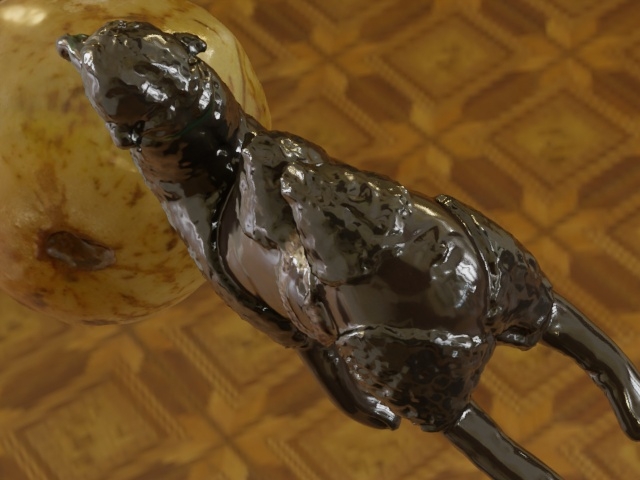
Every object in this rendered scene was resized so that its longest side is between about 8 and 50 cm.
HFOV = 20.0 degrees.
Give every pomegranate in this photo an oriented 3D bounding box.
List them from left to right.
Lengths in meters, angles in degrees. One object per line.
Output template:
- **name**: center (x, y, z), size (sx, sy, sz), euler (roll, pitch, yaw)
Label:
- **pomegranate**: center (-0.135, -0.062, 1.124), size (0.215, 0.215, 0.215), euler (-7, 44, 7)

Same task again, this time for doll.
- **doll**: center (0.000, 0.000, 0.490), size (0.057, 0.165, 0.139), euler (-51, 30, -8)
